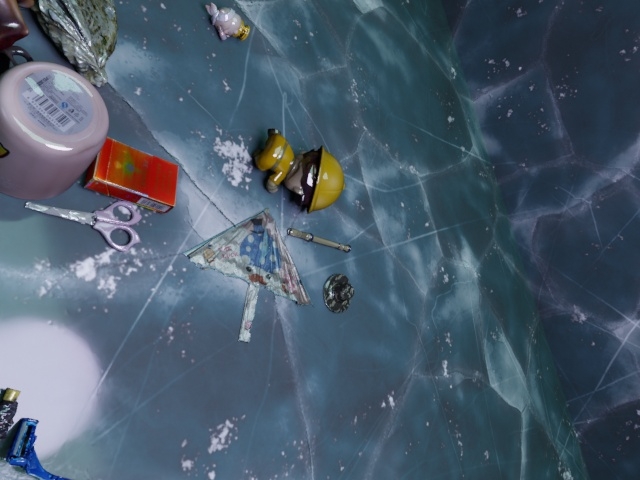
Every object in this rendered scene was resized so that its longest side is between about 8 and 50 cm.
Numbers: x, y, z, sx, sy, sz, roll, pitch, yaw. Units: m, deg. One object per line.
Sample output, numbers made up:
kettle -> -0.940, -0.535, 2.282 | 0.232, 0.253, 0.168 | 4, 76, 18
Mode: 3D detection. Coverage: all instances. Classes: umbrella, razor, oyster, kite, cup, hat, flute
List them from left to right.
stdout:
umbrella -> -0.511, 0.305, 0.738 | 0.040, 0.037, 0.143 | 25, 62, -21
cup -> -0.496, -0.220, 0.821 | 0.192, 0.200, 0.252 | -24, 93, -46
oyster -> -0.510, -0.471, 0.977 | 0.198, 0.112, 0.267 | 32, 44, -59
razor -> -0.391, 0.422, 0.813 | 0.056, 0.093, 0.324 | -44, 118, -1
kite -> -0.156, 0.076, 1.188 | 0.406, 0.014, 0.368 | 27, 58, -36
flute -> 0.000, 0.000, 1.360 | 0.233, 0.027, 0.027 | 17, 65, -40
hat -> 0.063, 0.151, 1.352 | 0.121, 0.050, 0.121 | 14, 69, -40

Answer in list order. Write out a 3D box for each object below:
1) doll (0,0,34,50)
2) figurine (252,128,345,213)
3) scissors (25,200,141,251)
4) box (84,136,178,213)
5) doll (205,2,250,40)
doll -> -0.630, -0.369, 0.703 | 0.340, 0.318, 0.209 | -14, 112, -21
figurine -> -0.050, -0.184, 1.277 | 0.257, 0.167, 0.192 | 26, 72, -34
scissors -> -0.457, -0.045, 0.928 | 0.212, 0.021, 0.110 | 16, 62, -41
box -> -0.392, -0.135, 0.995 | 0.175, 0.048, 0.112 | 22, 54, -39
doll -> -0.259, -0.588, 1.285 | 0.127, 0.073, 0.084 | 20, 94, -41
